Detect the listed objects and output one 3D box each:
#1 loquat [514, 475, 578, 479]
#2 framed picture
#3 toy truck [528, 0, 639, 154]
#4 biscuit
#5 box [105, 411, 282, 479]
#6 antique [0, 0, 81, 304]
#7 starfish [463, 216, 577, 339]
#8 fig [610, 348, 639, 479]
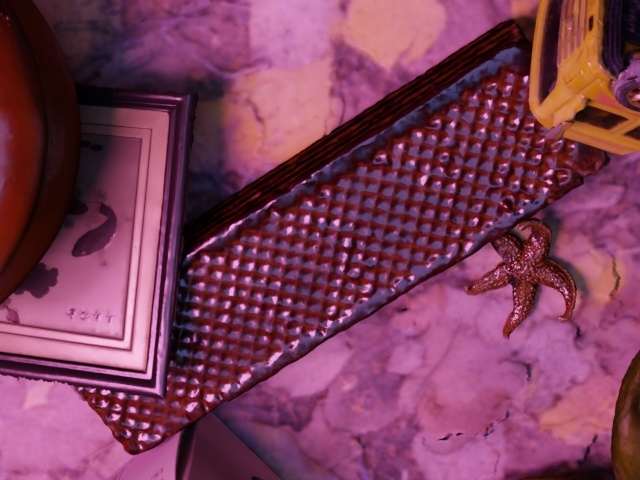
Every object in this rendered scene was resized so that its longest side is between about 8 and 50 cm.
[{"bbox_3d":[0.160,0.239,0.983,0.137,0.163,0.163,-1,111,-28],"label":"loquat"},{"bbox_3d":[-0.180,-0.005,0.922,0.195,0.010,0.199,6,92,15],"label":"framed picture"},{"bbox_3d":[0.255,-0.091,0.855,0.272,0.157,0.124,15,69,-18],"label":"toy truck"},{"bbox_3d":[0.000,0.000,0.941,0.388,0.073,0.107,-32,108,11],"label":"biscuit"},{"bbox_3d":[-0.040,0.300,1.006,0.173,0.145,0.333,-41,104,14],"label":"box"},{"bbox_3d":[-0.267,-0.045,0.872,0.223,0.129,0.278,41,101,11],"label":"antique"},{"bbox_3d":[0.139,0.026,0.973,0.078,0.028,0.091,9,112,3],"label":"starfish"},{"bbox_3d":[0.301,0.164,0.975,0.203,0.203,0.235,-14,148,5],"label":"fig"}]
